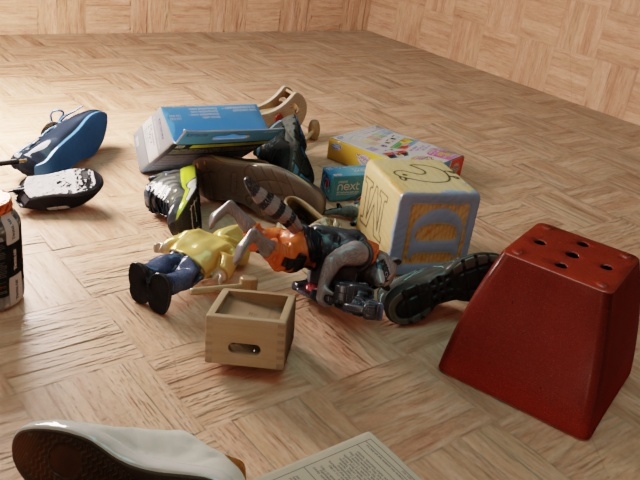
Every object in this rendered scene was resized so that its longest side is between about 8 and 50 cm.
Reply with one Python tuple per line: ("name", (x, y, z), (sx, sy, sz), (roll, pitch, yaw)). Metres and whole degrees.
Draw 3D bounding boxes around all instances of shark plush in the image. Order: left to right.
("shark plush", (0.087, -0.064, 1.759), (0.161, 0.073, 0.067), (14, 56, 2))

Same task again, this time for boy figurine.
("boy figurine", (-0.235, 0.036, 1.415), (0.177, 0.092, 0.285), (21, 28, 24))

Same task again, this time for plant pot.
("plant pot", (0.396, 0.124, 1.257), (0.267, 0.235, 0.267), (24, 29, 28))

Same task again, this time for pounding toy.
("pounding toy", (-0.135, 0.133, 1.254), (0.181, 0.094, 0.206), (5, 17, 4))
("pounding toy", (-0.107, -0.359, 2.185), (0.270, 0.154, 0.155), (-10, 31, -32))

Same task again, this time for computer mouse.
("computer mouse", (-0.621, -0.122, 1.643), (0.262, 0.060, 0.184), (-14, 46, -22))

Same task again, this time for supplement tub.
("supplement tub", (-0.561, 0.015, 1.245), (0.117, 0.190, 0.117), (7, 26, -4))

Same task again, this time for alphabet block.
("alphabet block", (0.205, -0.054, 1.614), (0.193, 0.193, 0.197), (0, 27, -21))

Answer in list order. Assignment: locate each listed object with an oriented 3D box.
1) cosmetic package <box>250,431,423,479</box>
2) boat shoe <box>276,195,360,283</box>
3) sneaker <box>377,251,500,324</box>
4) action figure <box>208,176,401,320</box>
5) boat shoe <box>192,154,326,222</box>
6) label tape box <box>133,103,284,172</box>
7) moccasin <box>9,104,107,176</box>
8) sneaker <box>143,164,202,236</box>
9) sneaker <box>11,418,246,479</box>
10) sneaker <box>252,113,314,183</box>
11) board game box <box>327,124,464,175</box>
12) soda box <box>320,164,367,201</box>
("cosmetic package", (-0.021, 0.344, 0.824), (0.310, 0.113, 0.160), (-12, 32, -34))
("boat shoe", (0.000, 0.000, 1.546), (0.109, 0.098, 0.302), (-8, 30, -30))
("sneaker", (0.232, 0.075, 1.425), (0.267, 0.101, 0.106), (-16, 18, -12))
("action figure", (0.003, 0.023, 1.280), (0.330, 0.178, 0.341), (17, -1, -26))
("boat shoe", (-0.134, -0.140, 1.756), (0.355, 0.132, 0.130), (20, 27, 22))
("label tape box", (-0.278, -0.261, 1.791), (0.249, 0.115, 0.348), (-8, -6, -30))
("moccasin", (-0.641, -0.258, 1.838), (0.117, 0.137, 0.342), (13, 25, 6))
("sneaker", (-0.326, -0.079, 1.631), (0.121, 0.111, 0.300), (-6, 22, -7))
("sneaker", (-0.233, 0.283, 0.928), (0.290, 0.105, 0.123), (14, 9, 6))
("sneaker", (-0.102, -0.215, 1.977), (0.140, 0.125, 0.340), (-20, 30, 5))
("board game box", (0.216, -0.242, 2.143), (0.317, 0.064, 0.242), (26, 31, 31))
("soda box", (0.109, -0.150, 1.915), (0.210, 0.071, 0.067), (-5, 30, -25))
